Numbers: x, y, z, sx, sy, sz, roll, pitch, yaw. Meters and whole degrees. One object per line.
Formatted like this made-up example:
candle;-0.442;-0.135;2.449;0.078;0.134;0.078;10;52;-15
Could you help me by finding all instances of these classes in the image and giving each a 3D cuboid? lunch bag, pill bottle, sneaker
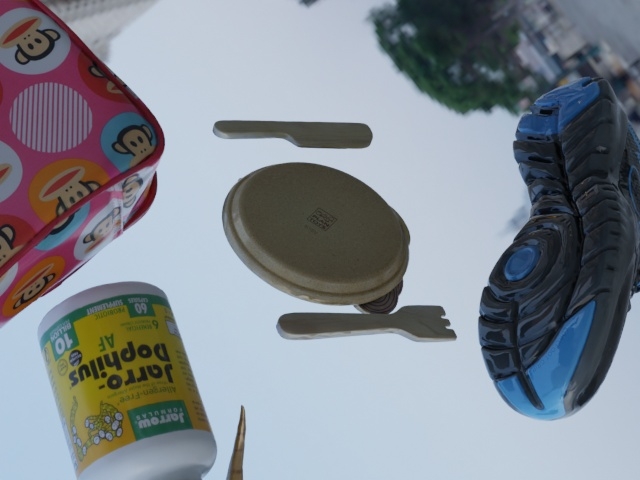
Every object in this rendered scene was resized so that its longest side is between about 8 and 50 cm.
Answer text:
lunch bag;-0.297;-0.063;0.960;0.258;0.293;0.120;45;155;10
pill bottle;-0.154;0.149;1.022;0.117;0.117;0.208;28;-144;-60
sneaker;0.222;0.014;0.987;0.139;0.125;0.341;45;-137;-26

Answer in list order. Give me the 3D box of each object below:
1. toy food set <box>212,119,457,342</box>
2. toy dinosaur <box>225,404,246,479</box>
toy food set;0.000;0.000;0.788;0.132;0.038;0.192;1;-134;-22
toy dinosaur;-0.068;0.262;1.051;0.064;0.112;0.211;24;-137;-57
